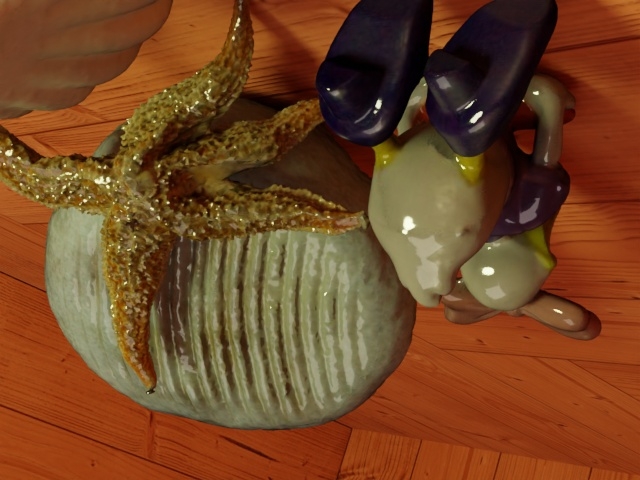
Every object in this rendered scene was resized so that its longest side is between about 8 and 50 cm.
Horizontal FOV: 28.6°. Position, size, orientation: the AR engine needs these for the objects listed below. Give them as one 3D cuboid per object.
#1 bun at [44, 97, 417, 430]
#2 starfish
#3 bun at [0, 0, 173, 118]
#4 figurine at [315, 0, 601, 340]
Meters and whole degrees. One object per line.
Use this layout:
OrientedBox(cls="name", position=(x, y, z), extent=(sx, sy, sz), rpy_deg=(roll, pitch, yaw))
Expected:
OrientedBox(cls="bun", position=(-0.078, 0.022, 1.209), extent=(0.361, 0.362, 0.211), rpy_deg=(17, -151, 6))
OrientedBox(cls="starfish", position=(-0.098, -0.038, 1.019), extent=(0.301, 0.293, 0.084), rpy_deg=(61, -168, -19))
OrientedBox(cls="bun", position=(-0.207, -0.158, 0.738), extent=(0.263, 0.175, 0.263), rpy_deg=(0, 137, 0))
OrientedBox(cls="figurine", position=(0.122, -0.031, 0.949), extent=(0.154, 0.193, 0.421), rpy_deg=(8, 167, 24))
